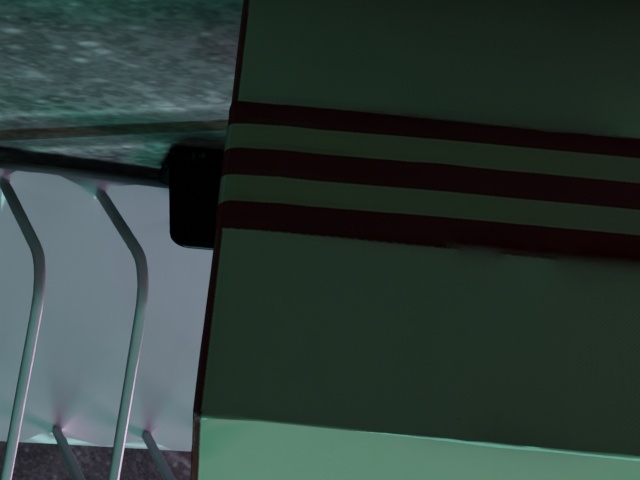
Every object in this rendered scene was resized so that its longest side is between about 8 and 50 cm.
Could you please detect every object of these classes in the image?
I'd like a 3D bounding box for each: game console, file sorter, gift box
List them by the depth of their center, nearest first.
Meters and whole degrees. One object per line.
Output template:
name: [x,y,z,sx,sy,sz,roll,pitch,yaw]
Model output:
gift box: [0.084,0.009,0.718,0.258,0.276,0.255,7,156,-1]
game console: [-0.039,-0.016,1.057,0.122,0.071,0.107,6,169,-12]
file sorter: [-0.083,0.078,1.080,0.277,0.193,0.173,6,-163,-21]
